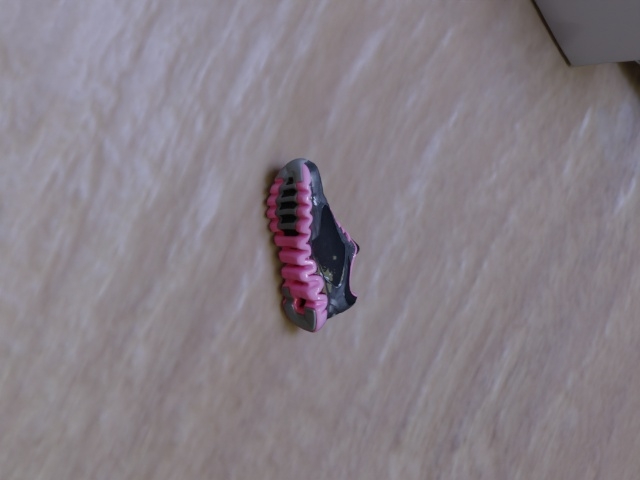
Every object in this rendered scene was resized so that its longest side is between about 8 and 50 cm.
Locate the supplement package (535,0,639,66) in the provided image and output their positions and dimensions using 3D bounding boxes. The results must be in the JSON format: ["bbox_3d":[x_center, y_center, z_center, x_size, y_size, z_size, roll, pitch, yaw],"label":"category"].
[{"bbox_3d":[0.254,-0.246,0.705,0.145,0.262,0.204,-43,113,-18],"label":"supplement package"}]

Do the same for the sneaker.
[{"bbox_3d":[0.000,0.000,0.719,0.057,0.047,0.119,-17,110,-33],"label":"sneaker"}]

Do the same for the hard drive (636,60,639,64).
[{"bbox_3d":[0.421,-0.190,0.872,0.203,0.040,0.307,42,68,5],"label":"hard drive"}]
